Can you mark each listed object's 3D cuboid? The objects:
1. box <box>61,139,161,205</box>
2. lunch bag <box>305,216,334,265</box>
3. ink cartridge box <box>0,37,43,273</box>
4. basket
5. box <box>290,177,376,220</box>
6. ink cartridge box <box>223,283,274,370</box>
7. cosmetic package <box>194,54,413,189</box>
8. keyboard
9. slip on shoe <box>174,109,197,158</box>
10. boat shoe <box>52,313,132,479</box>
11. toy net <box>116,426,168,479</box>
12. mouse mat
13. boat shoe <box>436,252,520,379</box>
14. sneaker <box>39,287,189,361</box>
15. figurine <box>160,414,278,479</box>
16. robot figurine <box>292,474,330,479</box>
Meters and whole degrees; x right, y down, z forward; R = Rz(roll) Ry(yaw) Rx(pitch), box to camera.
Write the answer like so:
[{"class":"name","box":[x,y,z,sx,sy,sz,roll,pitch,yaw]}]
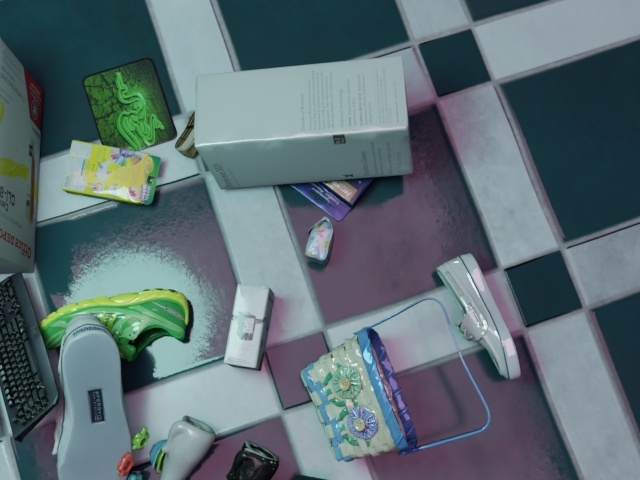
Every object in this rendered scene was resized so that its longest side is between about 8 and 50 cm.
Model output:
[{"class":"box","box":[-0.409,-0.131,1.658,0.179,0.043,0.105,11,82,3]},{"class":"lunch bag","box":[0.000,0.000,1.629,0.053,0.071,0.083,17,81,6]},{"class":"ink cartridge box","box":[-0.631,-0.142,1.538,0.160,0.279,0.385,0,79,-2]},{"class":"basket","box":[0.133,0.269,1.510,0.289,0.201,0.255,-24,79,4]},{"class":"box","box":[0.056,-0.164,1.682,0.136,0.036,0.225,37,81,6]},{"class":"ink cartridge box","box":[-0.132,0.164,1.572,0.063,0.109,0.151,8,78,4]},{"class":"cosmetic package","box":[-0.027,-0.214,1.567,0.384,0.217,0.156,-6,71,7]},{"class":"keyboard","box":[-0.574,0.222,1.515,0.201,0.033,0.317,-44,52,16]},{"class":"slip on shoe","box":[-0.241,-0.227,1.686,0.041,0.051,0.135,40,67,-34]},{"class":"boat shoe","box":[-0.426,0.301,1.519,0.135,0.156,0.367,-7,112,-20]},{"class":"toy net","box":[-0.333,0.456,1.503,0.045,0.122,0.232,18,74,28]},{"class":"mouse mat","box":[-0.390,-0.271,1.707,0.152,0.007,0.190,-19,80,-5]},{"class":"boat shoe","box":[0.299,0.154,1.603,0.084,0.095,0.258,-21,69,-1]},{"class":"sneaker","box":[-0.391,0.169,1.565,0.295,0.109,0.124,-11,75,-4]},{"class":"figurine","box":[-0.213,0.447,1.501,0.214,0.092,0.209,28,84,-19]},{"class":"robot figurine","box":[-0.054,0.547,1.446,0.209,0.173,0.278,31,57,1]}]
